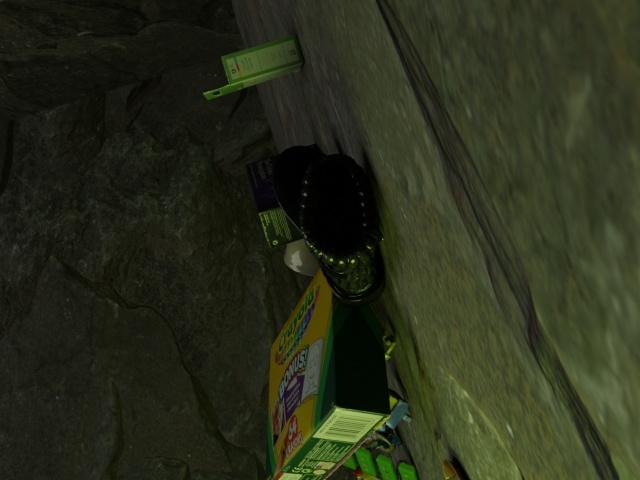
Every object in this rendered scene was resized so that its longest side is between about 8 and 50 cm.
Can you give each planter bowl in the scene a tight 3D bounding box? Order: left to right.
[{"bbox_3d":[0.000,0.000,1.434,0.162,0.162,0.109,-115,29,-64],"label":"planter bowl"}]

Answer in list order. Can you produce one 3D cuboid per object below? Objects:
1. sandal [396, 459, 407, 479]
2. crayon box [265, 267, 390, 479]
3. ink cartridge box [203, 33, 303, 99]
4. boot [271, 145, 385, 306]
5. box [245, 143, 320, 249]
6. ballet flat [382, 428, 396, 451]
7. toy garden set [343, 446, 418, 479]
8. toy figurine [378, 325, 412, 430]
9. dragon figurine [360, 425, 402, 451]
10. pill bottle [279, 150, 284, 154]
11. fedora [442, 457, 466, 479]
[{"bbox_3d":[0.272,0.785,1.928,0.090,0.060,0.219,-163,69,-79],"label":"sandal"},{"bbox_3d":[-0.003,0.256,1.177,0.363,0.106,0.313,120,156,-43],"label":"crayon box"},{"bbox_3d":[-0.144,-0.352,1.267,0.109,0.209,0.062,-130,21,-80],"label":"ink cartridge box"},{"bbox_3d":[0.002,-0.071,1.010,0.348,0.131,0.260,58,178,26],"label":"boot"},{"bbox_3d":[-0.059,-0.108,1.409,0.261,0.184,0.103,-114,10,-58],"label":"box"},{"bbox_3d":[0.193,0.613,2.101,0.073,0.080,0.232,54,-168,-45],"label":"ballet flat"},{"bbox_3d":[0.178,0.656,1.775,0.049,0.244,0.203,-53,-41,-37],"label":"toy garden set"},{"bbox_3d":[0.137,0.314,1.338,0.217,0.191,0.362,42,173,-9],"label":"toy figurine"},{"bbox_3d":[0.189,0.581,1.862,0.289,0.144,0.085,120,137,-59],"label":"dragon figurine"},{"bbox_3d":[-0.068,-0.180,1.854,0.103,0.103,0.184,78,173,-61],"label":"pill bottle"},{"bbox_3d":[0.204,0.440,0.955,0.194,0.079,0.194,162,90,-87],"label":"fedora"}]
